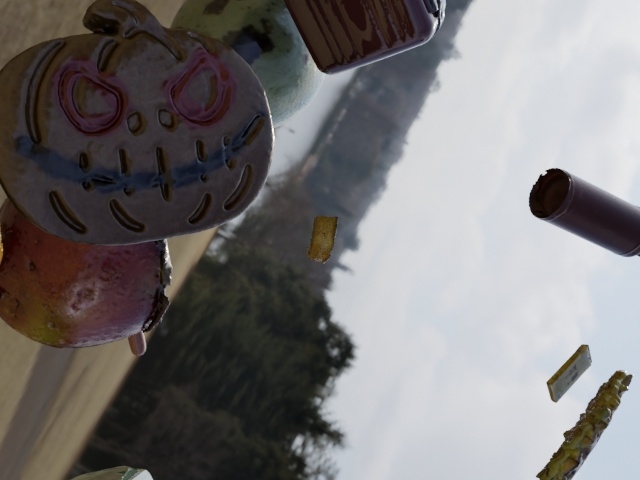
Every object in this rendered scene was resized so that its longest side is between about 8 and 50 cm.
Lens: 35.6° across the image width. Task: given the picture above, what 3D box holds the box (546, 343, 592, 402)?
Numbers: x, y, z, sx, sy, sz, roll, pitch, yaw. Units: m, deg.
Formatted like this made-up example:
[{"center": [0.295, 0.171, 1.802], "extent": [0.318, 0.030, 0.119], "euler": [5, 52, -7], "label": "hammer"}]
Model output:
[{"center": [0.601, 0.319, 2.404], "extent": [0.149, 0.020, 0.073], "euler": [-40, 132, -20], "label": "box"}]

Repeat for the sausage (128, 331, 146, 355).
[{"center": [-0.375, 0.192, 2.022], "extent": [0.034, 0.034, 0.083], "euler": [-65, 148, -73], "label": "sausage"}]

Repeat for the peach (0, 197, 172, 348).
[{"center": [-0.419, 0.016, 1.827], "extent": [0.416, 0.339, 0.353], "euler": [-28, 152, 22], "label": "peach"}]

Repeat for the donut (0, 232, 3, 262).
[{"center": [-0.483, -0.034, 1.322], "extent": [0.074, 0.174, 0.190], "euler": [-18, -158, -4], "label": "donut"}]

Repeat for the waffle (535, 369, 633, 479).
[{"center": [0.481, 0.340, 1.812], "extent": [0.243, 0.058, 0.238], "euler": [-34, 153, -56], "label": "waffle"}]

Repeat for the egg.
[{"center": [-0.127, -0.347, 1.851], "extent": [0.288, 0.287, 0.379], "euler": [-60, 170, 26], "label": "egg"}]

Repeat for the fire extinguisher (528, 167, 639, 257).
[{"center": [0.553, -0.044, 1.959], "extent": [0.106, 0.337, 0.147], "euler": [-62, -150, 10], "label": "fire extinguisher"}]

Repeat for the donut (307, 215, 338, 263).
[{"center": [0.000, 0.000, 1.601], "extent": [0.083, 0.037, 0.067], "euler": [131, -34, -72], "label": "donut"}]

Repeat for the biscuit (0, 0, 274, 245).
[{"center": [-0.235, -0.155, 1.276], "extent": [0.063, 0.367, 0.314], "euler": [-174, -104, -65], "label": "biscuit"}]

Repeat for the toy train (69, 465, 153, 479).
[{"center": [-0.286, 0.389, 1.320], "extent": [0.326, 0.129, 0.159], "euler": [90, -13, -84], "label": "toy train"}]

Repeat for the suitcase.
[{"center": [0.048, -0.430, 1.568], "extent": [0.236, 0.297, 0.161], "euler": [-15, -152, 27], "label": "suitcase"}]
